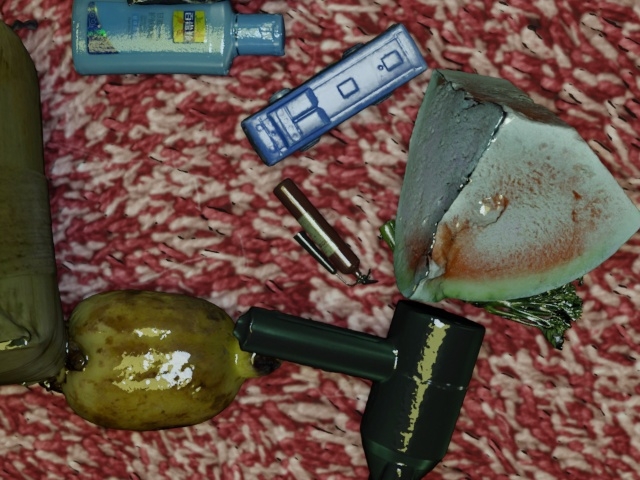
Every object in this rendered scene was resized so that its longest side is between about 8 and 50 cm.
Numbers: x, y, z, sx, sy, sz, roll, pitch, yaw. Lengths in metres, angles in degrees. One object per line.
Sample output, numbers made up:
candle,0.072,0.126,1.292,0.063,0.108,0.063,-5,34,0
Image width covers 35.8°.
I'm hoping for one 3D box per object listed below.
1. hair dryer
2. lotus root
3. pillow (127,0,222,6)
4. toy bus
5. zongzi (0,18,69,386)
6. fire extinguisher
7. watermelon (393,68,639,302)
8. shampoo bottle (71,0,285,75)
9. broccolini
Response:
hair dryer,0.026,0.178,1.171,0.302,0.116,0.244,16,93,-18
lotus root,-0.200,0.146,1.199,0.314,0.141,0.169,2,78,3
pillow,-0.124,-0.328,1.183,0.208,0.141,0.055,-5,131,5
toy bus,0.013,-0.177,1.194,0.236,0.094,0.079,-32,91,4
zongzi,-0.536,-0.064,1.085,0.467,0.218,0.500,-7,78,-6
fire extinguisher,0.000,0.000,1.236,0.049,0.035,0.173,-41,87,1
watermelon,0.226,-0.058,1.116,0.289,0.214,0.320,19,65,8
shampoo bottle,-0.172,-0.254,1.216,0.258,0.061,0.104,0,89,3
broccolini,0.204,0.023,1.220,0.271,0.062,0.123,26,84,4
